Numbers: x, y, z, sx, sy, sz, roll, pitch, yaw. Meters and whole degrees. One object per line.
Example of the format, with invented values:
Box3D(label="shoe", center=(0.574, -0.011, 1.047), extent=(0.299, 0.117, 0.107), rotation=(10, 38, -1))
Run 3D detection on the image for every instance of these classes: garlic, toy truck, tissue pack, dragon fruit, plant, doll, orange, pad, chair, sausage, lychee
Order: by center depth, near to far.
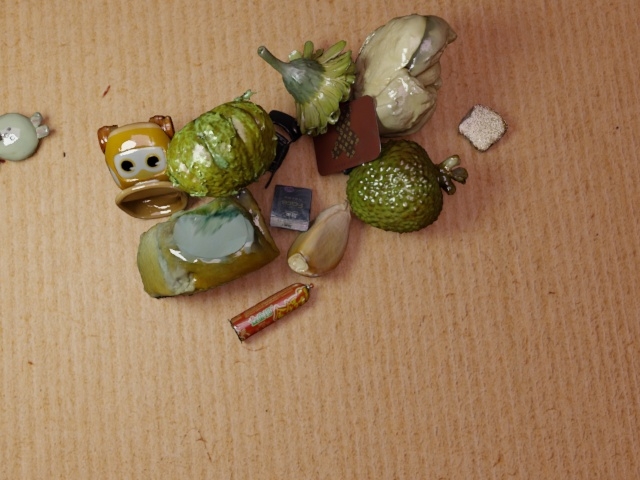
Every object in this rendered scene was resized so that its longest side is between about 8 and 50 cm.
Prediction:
Box3D(label="orange", center=(-0.243, -0.223, 1.621), extent=(0.300, 0.301, 0.223), rotation=(-32, 98, 26))
Box3D(label="toy truck", center=(-0.478, -0.200, 1.758), extent=(0.204, 0.288, 0.212), rotation=(-12, 71, -7))
Box3D(label="pad", center=(0.067, -0.291, 1.799), extent=(0.004, 0.267, 0.181), rotation=(-6, 85, -41))
Box3D(label="plant", center=(-0.049, -0.426, 1.803), extent=(0.297, 0.306, 0.261), rotation=(-18, 125, -35))
Box3D(label="lychee", center=(0.233, -0.151, 1.804), extent=(0.319, 0.270, 0.270), rotation=(1, 80, 32))
Box3D(label="garlic", center=(0.003, 0.001, 1.810), extent=(0.145, 0.164, 0.245), rotation=(32, 75, 13))
Box3D(label="doll", center=(-0.912, -0.286, 1.816), extent=(0.275, 0.113, 0.155), rotation=(-24, 93, -14))
Box3D(label="sausage", center=(-0.133, 0.192, 1.818), extent=(0.264, 0.083, 0.083), rotation=(-30, 85, -8))
Box3D(label="tissue pack", center=(-0.083, -0.095, 1.832), extent=(0.112, 0.051, 0.156), rotation=(8, 42, -4))
Box3D(label="chair", center=(-0.152, -0.279, 1.871), extent=(0.140, 0.221, 0.145), rotation=(32, 124, 0))
Box3D(label="dragon fruit", center=(0.054, -0.332, 1.889), extent=(0.092, 0.122, 0.192), rotation=(4, 79, -31))

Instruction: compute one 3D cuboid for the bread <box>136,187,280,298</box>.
Box3D(label="bread", center=(-0.326, 0.018, 1.737), extent=(0.395, 0.264, 0.239), rotation=(-23, 88, -8))

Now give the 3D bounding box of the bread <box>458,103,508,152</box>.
Box3D(label="bread", center=(0.493, -0.344, 1.955), extent=(0.129, 0.044, 0.126), rotation=(43, 89, 0))

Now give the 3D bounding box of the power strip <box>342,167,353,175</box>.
Box3D(label="power strip", center=(0.121, -0.235, 1.903), extent=(0.123, 0.056, 0.032), rotation=(-25, 83, -7))

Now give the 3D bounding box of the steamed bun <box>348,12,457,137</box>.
Box3D(label="steamed bun", center=(0.232, -0.448, 1.808), extent=(0.230, 0.325, 0.372), rotation=(19, 94, -28))
